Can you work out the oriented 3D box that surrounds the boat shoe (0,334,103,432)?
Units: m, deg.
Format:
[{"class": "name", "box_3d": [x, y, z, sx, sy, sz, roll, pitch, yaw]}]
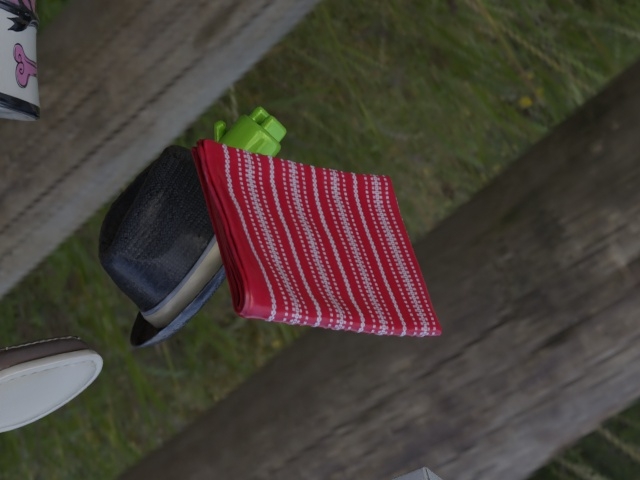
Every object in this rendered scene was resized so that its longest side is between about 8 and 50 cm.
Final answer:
[{"class": "boat shoe", "box_3d": [-0.409, 0.171, 1.605, 0.324, 0.097, 0.117, -22, 145, -25]}]

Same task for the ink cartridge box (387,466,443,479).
[{"class": "ink cartridge box", "box_3d": [0.129, 0.380, 1.900, 0.127, 0.072, 0.175, -23, 144, 18]}]

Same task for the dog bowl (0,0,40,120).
[{"class": "dog bowl", "box_3d": [-0.486, -0.242, 1.503, 0.408, 0.408, 0.150, 12, 90, -37]}]

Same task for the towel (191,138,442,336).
[{"class": "towel", "box_3d": [0.000, 0.000, 1.413, 0.275, 0.199, 0.031, 9, 144, -42]}]

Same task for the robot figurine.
[{"class": "robot figurine", "box_3d": [-0.096, -0.111, 1.774, 0.115, 0.101, 0.067, -49, 144, -1]}]

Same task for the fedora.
[{"class": "fedora", "box_3d": [-0.212, -0.017, 1.974, 0.152, 0.334, 0.334, 38, 116, -16]}]
